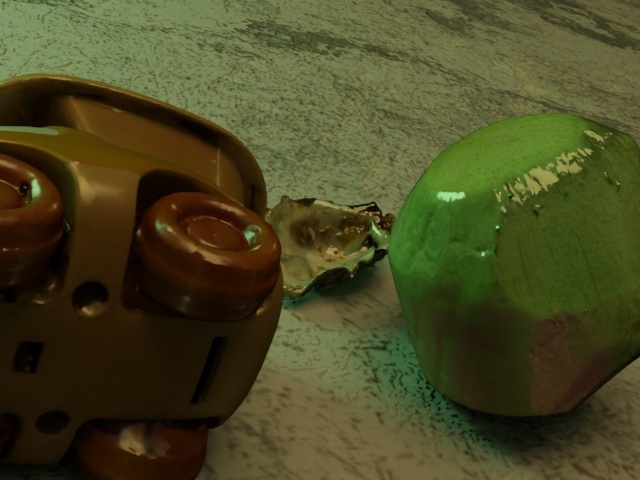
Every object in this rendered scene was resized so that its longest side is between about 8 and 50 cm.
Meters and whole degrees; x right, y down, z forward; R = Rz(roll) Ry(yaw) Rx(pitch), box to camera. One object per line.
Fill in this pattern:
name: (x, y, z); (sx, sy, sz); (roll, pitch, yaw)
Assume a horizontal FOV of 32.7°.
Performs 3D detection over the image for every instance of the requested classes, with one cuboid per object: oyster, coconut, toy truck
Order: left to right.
toy truck: (-0.150, 0.028, 0.661); (0.288, 0.204, 0.212); (8, 29, -25)
oyster: (0.008, 0.004, 0.930); (0.148, 0.051, 0.103); (-11, 51, -25)
coconut: (0.161, 0.031, 0.818); (0.204, 0.236, 0.236); (-8, 19, 29)
